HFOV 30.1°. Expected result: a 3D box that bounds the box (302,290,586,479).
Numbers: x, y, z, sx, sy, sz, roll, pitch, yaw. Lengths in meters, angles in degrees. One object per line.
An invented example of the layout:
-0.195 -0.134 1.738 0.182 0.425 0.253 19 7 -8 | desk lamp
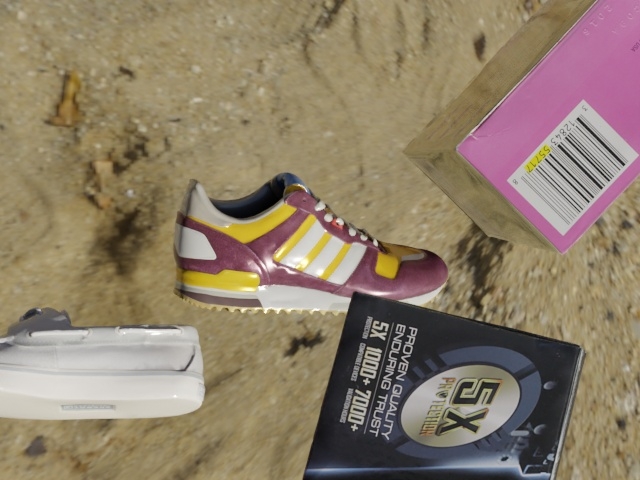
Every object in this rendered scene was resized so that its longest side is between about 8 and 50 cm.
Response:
0.040 0.109 0.444 0.077 0.180 0.147 14 81 11 | box

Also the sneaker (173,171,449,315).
0.000 0.000 0.750 0.185 0.069 0.084 0 102 -24 | sneaker

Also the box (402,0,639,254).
0.198 -0.110 0.985 0.117 0.243 0.213 44 89 -7 | box

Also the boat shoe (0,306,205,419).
-0.164 0.073 0.745 0.184 0.066 0.063 1 65 -6 | boat shoe
